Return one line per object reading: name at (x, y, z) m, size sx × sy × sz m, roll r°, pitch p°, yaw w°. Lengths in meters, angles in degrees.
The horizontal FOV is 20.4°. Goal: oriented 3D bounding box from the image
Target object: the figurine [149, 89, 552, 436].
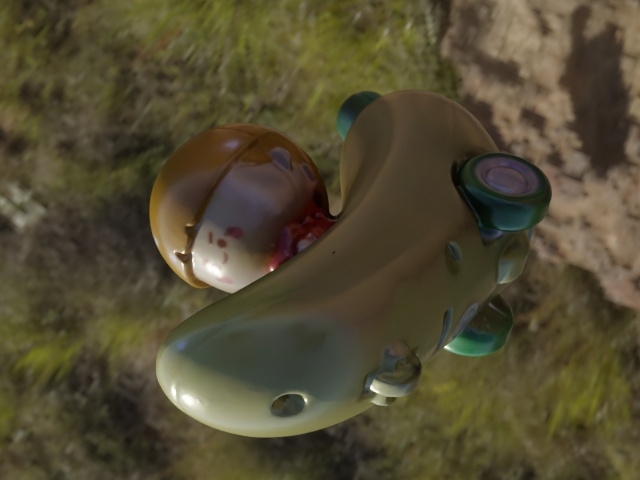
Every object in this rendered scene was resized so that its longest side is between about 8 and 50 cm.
figurine at (0.000, 0.000, 1.071) m, size 0.222 × 0.324 × 0.124 m, roll 30°, pitch 130°, yaw 19°
